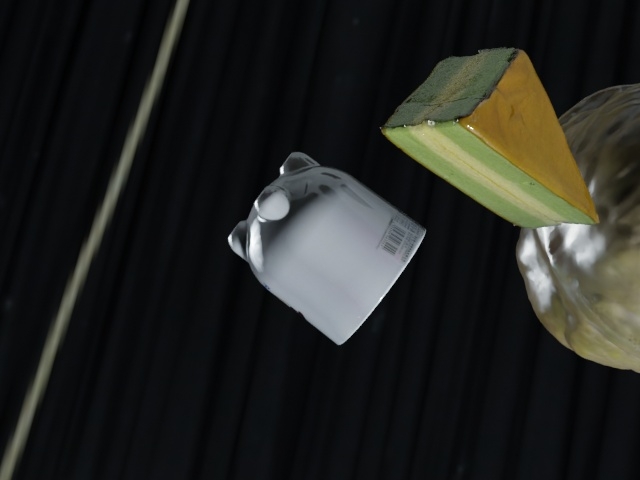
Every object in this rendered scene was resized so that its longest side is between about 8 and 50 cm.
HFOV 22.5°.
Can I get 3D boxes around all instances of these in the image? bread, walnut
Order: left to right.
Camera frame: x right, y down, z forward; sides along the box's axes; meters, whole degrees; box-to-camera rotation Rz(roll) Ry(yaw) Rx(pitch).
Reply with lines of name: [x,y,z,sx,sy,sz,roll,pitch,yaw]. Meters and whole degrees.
bread: [0.110,-0.041,1.016,0.074,0.084,0.139,-2,126,42]
walnut: [0.266,-0.009,1.198,0.248,0.248,0.248,11,161,4]

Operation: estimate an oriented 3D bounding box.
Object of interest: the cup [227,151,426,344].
cup: [0.006,-0.007,1.487,0.142,0.173,0.134,37,119,-2]
